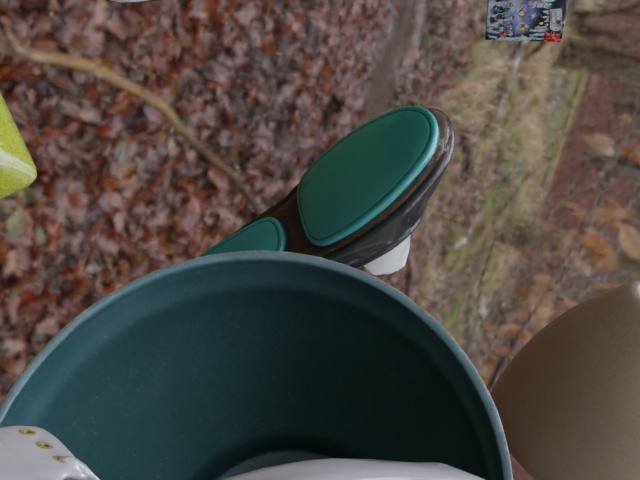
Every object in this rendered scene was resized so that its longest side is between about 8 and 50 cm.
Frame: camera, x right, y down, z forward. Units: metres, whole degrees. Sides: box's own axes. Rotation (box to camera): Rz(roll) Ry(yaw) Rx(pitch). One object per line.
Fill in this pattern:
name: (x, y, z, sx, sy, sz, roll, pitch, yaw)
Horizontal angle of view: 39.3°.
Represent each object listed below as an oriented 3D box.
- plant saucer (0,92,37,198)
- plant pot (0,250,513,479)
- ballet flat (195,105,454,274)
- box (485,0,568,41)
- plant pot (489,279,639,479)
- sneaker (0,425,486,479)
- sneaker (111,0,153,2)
plant saucer: (-0.275, -0.081, 0.462, 0.188, 0.188, 0.045, -25, 174, -13)
plant pot: (-0.036, 0.181, 0.550, 0.196, 0.293, 0.293, 77, 34, -58)
ballet flat: (0.000, 0.000, 0.677, 0.096, 0.280, 0.095, 31, 36, -42)
box: (0.243, -0.290, 1.050, 0.137, 0.094, 0.027, 77, 18, -58)
plant pot: (0.349, 0.156, 0.954, 0.284, 0.284, 0.190, -41, 155, -63)
sneaker: (-0.073, 0.121, 0.373, 0.169, 0.293, 0.108, -148, -125, -67)
sneaker: (-0.009, -0.269, 0.635, 0.385, 0.147, 0.145, -24, 111, -23)
